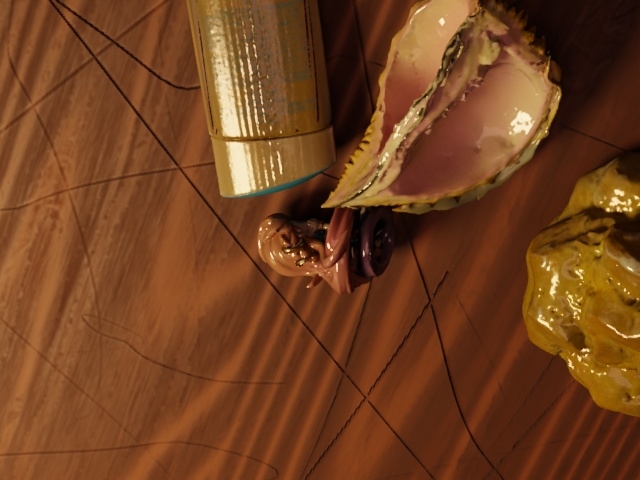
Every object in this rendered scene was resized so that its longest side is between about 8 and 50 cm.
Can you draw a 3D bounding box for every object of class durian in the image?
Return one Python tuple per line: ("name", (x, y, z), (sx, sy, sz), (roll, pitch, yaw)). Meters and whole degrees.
("durian", (0.152, -0.132, 1.479), (0.195, 0.185, 0.305), (18, 120, -22))

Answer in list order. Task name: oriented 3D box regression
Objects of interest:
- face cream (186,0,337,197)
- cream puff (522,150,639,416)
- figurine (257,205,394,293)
("face cream", (-0.063, -0.184, 1.521), (0.139, 0.067, 0.285), (-4, 112, 10))
("cream puff", (0.375, 0.067, 1.477), (0.324, 0.257, 0.291), (0, 110, 7))
("figurine", (0.005, 0.009, 1.573), (0.157, 0.126, 0.114), (-17, 76, 13))
